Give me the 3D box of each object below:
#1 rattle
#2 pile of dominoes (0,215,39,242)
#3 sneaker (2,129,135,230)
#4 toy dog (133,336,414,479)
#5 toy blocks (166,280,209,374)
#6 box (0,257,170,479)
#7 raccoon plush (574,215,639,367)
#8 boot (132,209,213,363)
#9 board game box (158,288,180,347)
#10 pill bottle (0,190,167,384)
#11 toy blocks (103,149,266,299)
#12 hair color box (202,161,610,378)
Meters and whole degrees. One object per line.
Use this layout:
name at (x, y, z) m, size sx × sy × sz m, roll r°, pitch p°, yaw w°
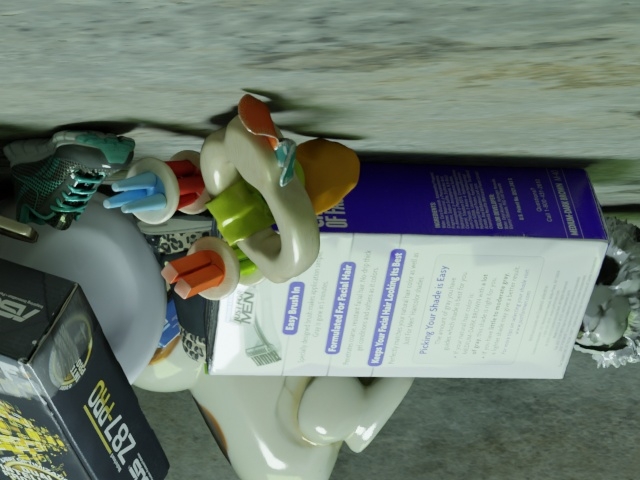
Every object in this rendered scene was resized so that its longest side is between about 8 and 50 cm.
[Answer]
rattle at (-0.008, -0.063, 1.226) m, size 0.142 × 0.130 × 0.200 m, roll -16°, pitch 149°, yaw -17°
pile of dominoes at (-0.355, -0.027, 1.364) m, size 0.251 × 0.040 × 0.196 m, roll 19°, pitch 175°, yaw -3°
sneaker at (-0.199, -0.046, 1.330) m, size 0.065 × 0.076 × 0.166 m, roll 3°, pitch 175°, yaw -34°
toy dog at (-0.128, 0.177, 2.406) m, size 0.408 × 0.395 × 0.284 m, roll 35°, pitch -176°, yaw -9°
toy blocks at (-0.056, 0.052, 2.103) m, size 0.381 × 0.191 × 0.261 m, roll 0°, pitch -173°, yaw 21°
box at (-0.353, 0.104, 1.495) m, size 0.395 × 0.097 × 0.318 m, roll 17°, pitch 147°, yaw 21°
raccoon plush at (0.443, 0.060, 1.897) m, size 0.299 × 0.216 × 0.446 m, roll 12°, pitch -173°, yaw 41°
boot at (-0.062, 0.037, 1.644) m, size 0.236 × 0.179 × 0.085 m, roll 3°, pitch -149°, yaw 29°
board game box at (-0.122, 0.040, 1.842) m, size 0.201 × 0.035 × 0.136 m, roll -43°, pitch -174°, yaw -13°
pill bottle at (-0.362, 0.068, 1.800) m, size 0.229 × 0.229 × 0.407 m, roll 4°, pitch 174°, yaw -37°
toy blocks at (-0.107, -0.009, 1.309) m, size 0.054 × 0.123 × 0.148 m, roll -12°, pitch -177°, yaw 34°
hair color box at (0.069, 0.028, 1.503) m, size 0.339 × 0.110 × 0.185 m, roll 1°, pitch 133°, yaw -10°
